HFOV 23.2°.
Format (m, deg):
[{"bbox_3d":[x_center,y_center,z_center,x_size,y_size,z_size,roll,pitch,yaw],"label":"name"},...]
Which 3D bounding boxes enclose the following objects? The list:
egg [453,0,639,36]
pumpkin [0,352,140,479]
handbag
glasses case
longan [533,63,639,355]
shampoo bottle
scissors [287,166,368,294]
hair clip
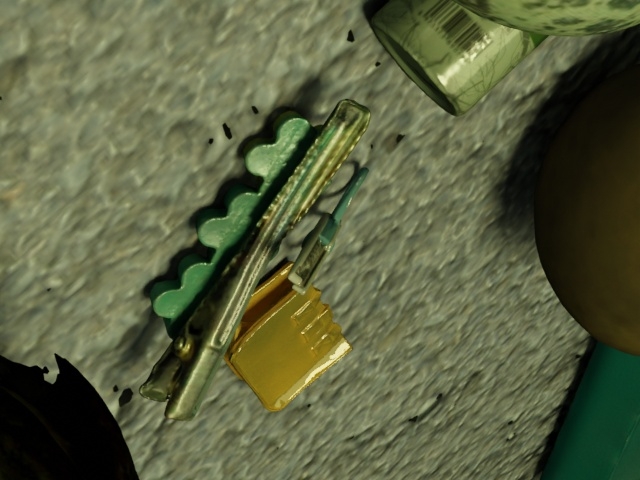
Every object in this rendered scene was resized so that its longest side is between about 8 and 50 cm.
[{"bbox_3d":[0.091,-0.140,0.573,0.132,0.132,0.172,-51,145,11],"label":"egg"},{"bbox_3d":[-0.200,0.175,0.548,0.320,0.192,0.320,-33,153,-20],"label":"pumpkin"},{"bbox_3d":[-0.020,0.050,0.807,0.061,0.027,0.083,-40,151,-8],"label":"handbag"},{"bbox_3d":[0.252,0.109,1.234,0.117,0.070,0.301,-34,150,-33],"label":"glasses case"},{"bbox_3d":[0.211,-0.031,0.873,0.204,0.159,0.185,-51,146,-2],"label":"longan"},{"bbox_3d":[0.113,-0.145,0.681,0.204,0.065,0.065,-43,153,0],"label":"shampoo bottle"},{"bbox_3d":[0.000,0.000,0.724,0.058,0.014,0.119,-55,-178,19],"label":"scissors"},{"bbox_3d":[-0.037,0.003,0.703,0.049,0.049,0.173,9,117,-58],"label":"hair clip"}]
